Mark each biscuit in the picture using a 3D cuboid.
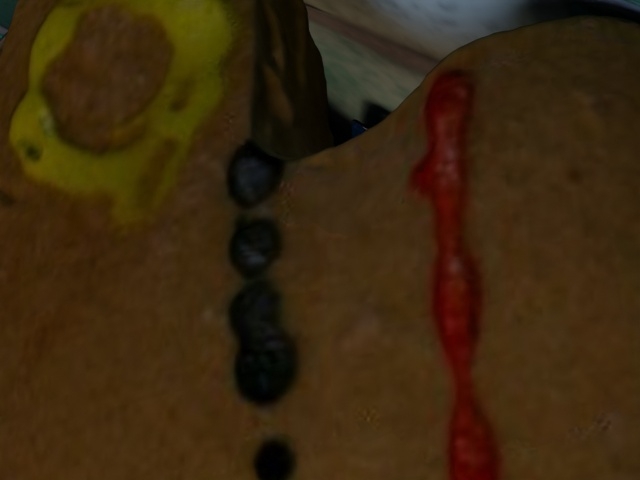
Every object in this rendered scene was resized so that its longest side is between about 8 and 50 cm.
[{"bbox_3d":[-0.001,0.000,0.511,0.277,0.262,0.052,-4,165,29],"label":"biscuit"}]

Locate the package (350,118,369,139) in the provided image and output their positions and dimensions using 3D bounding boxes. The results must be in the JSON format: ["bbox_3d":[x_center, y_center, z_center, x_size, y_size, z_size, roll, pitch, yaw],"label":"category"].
[{"bbox_3d":[0.079,0.018,0.743,0.173,0.027,0.171,33,169,7],"label":"package"}]

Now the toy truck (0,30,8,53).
[{"bbox_3d":[-0.047,0.030,0.739,0.305,0.162,0.136,45,174,-21],"label":"toy truck"}]
